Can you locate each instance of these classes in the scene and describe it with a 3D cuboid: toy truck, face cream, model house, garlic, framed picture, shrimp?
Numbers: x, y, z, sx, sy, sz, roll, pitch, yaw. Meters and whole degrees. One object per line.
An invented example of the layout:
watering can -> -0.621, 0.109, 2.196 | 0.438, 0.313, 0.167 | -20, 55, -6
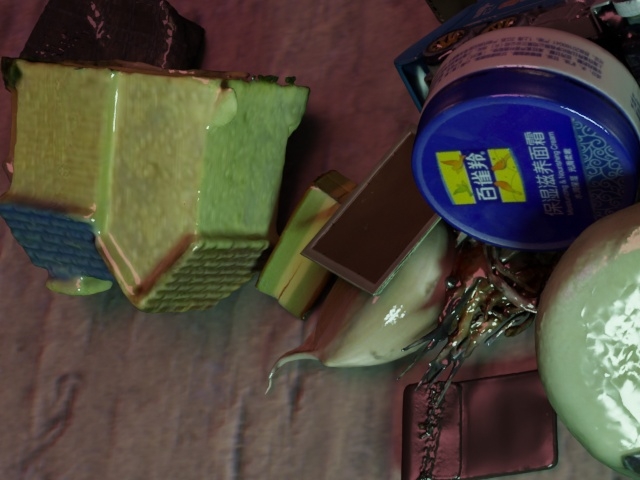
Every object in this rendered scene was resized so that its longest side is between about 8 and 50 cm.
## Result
toy truck -> 0.243, -0.182, 1.607 | 0.367, 0.146, 0.175 | -10, 28, 41
face cream -> 0.191, -0.093, 1.486 | 0.206, 0.206, 0.111 | -6, 44, 24
model house -> -0.184, -0.064, 1.794 | 0.321, 0.261, 0.266 | 8, 95, 29
garlic -> 0.051, 0.071, 1.672 | 0.128, 0.148, 0.266 | 44, 82, 1
framed picture -> 0.075, -0.033, 1.645 | 0.183, 0.011, 0.142 | -50, 35, -8
shrimp -> 0.197, 0.028, 1.599 | 0.145, 0.116, 0.343 | 30, 74, 37

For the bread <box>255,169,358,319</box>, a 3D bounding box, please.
bread -> -0.002, 0.004, 1.763 | 0.074, 0.084, 0.139 | 31, 110, 9

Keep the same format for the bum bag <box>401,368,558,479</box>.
bum bag -> 0.153, 0.181, 1.595 | 0.159, 0.026, 0.109 | -11, 58, 21

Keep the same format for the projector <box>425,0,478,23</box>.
projector -> 0.160, -0.290, 1.815 | 0.083, 0.082, 0.083 | 19, 74, 34

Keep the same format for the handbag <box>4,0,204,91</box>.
handbag -> -0.262, -0.224, 2.005 | 0.270, 0.088, 0.175 | 19, 82, 33

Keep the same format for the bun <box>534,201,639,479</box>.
bun -> 0.329, 0.079, 1.459 | 0.283, 0.179, 0.283 | 2, 104, 6
